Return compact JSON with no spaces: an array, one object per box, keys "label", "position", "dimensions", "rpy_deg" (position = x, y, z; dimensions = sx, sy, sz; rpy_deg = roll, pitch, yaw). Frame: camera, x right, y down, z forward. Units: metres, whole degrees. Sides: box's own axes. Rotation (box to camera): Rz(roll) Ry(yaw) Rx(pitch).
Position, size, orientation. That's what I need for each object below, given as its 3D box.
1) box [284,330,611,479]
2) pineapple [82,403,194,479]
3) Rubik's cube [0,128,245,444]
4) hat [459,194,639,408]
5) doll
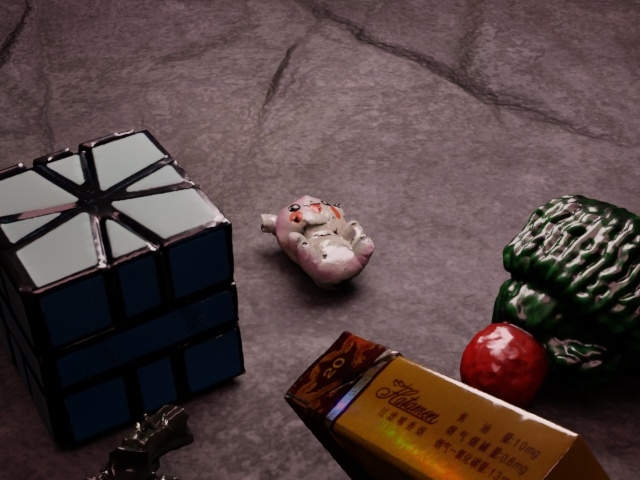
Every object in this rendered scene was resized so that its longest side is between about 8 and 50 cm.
[{"label":"box","position":[0.152,0.257,1.140],"dimensions":[0.116,0.264,0.415],"rpy_deg":[-45,25,-14]},{"label":"pineapple","position":[-0.230,0.318,1.277],"dimensions":[0.141,0.170,0.310],"rpy_deg":[17,41,5]},{"label":"Rubik's cube","position":[-0.293,0.055,1.510],"dimensions":[0.288,0.283,0.293],"rpy_deg":[-21,39,-21]},{"label":"hat","position":[0.330,0.118,1.500],"dimensions":[0.332,0.242,0.274],"rpy_deg":[-44,40,-10]},{"label":"doll","position":[0.000,0.000,1.719],"dimensions":[0.149,0.095,0.192],"rpy_deg":[-11,38,-21]}]
